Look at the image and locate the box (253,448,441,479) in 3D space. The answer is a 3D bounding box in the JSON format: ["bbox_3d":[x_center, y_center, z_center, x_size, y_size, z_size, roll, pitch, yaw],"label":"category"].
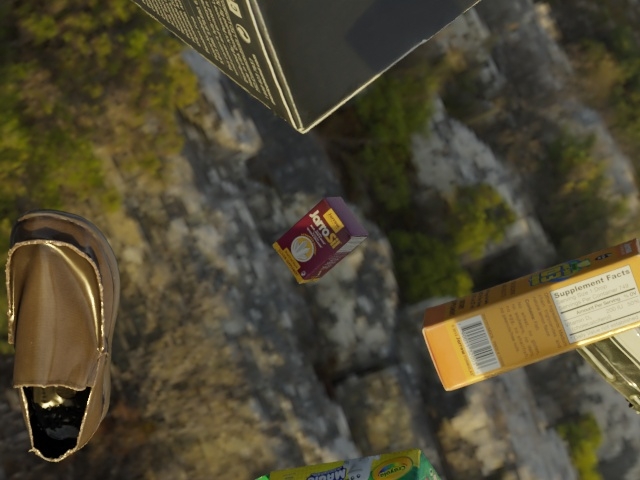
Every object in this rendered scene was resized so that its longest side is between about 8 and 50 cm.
[{"bbox_3d":[0.029,0.253,1.293,0.105,0.179,0.043,57,31,-41],"label":"box"}]

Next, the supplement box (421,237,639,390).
[{"bbox_3d":[0.224,0.074,1.367,0.078,0.233,0.080,-60,131,-75],"label":"supplement box"}]

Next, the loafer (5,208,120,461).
[{"bbox_3d":[-0.317,0.129,1.673,0.130,0.134,0.366,-86,176,-55],"label":"loafer"}]

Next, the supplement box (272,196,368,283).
[{"bbox_3d":[0.000,0.000,1.436,0.055,0.083,0.043,54,24,15],"label":"supplement box"}]

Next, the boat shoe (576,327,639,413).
[{"bbox_3d":[0.438,0.170,1.710,0.335,0.119,0.121,45,49,-21],"label":"boat shoe"}]

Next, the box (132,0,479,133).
[{"bbox_3d":[-0.019,-0.453,1.527,0.472,0.480,0.297,39,-19,38],"label":"box"}]
